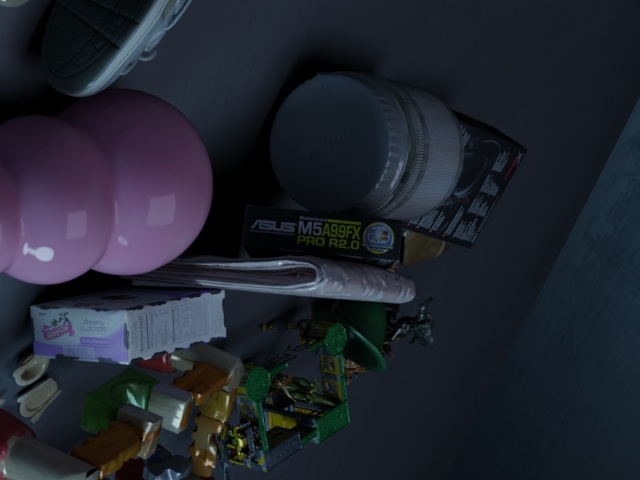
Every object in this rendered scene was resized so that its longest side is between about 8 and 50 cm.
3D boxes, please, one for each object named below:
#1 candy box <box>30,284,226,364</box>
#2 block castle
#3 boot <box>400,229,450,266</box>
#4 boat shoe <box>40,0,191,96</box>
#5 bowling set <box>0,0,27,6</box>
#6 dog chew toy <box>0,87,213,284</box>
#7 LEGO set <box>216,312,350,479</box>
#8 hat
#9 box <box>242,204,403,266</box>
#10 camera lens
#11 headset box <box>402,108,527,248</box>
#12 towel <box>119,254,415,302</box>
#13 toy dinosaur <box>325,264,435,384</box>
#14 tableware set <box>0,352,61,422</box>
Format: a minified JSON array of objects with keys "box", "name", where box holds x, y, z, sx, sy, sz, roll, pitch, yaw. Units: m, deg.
[{"box":[-0.247,0.106,1.395,0.196,0.165,0.070,-10,99,-57],"name":"candy box"},{"box":[-0.311,0.310,1.477,0.453,0.213,0.303,-32,138,-62],"name":"block castle"},{"box":[0.207,-0.055,2.123,0.115,0.112,0.305,-27,146,-24],"name":"boot"},{"box":[-0.169,-0.277,1.117,0.320,0.118,0.103,-59,152,-6],"name":"boat shoe"},{"box":[-0.381,-0.158,0.889,0.287,0.154,0.200,-42,172,-30],"name":"bowling set"},{"box":[-0.277,-0.047,1.129,0.332,0.206,0.207,-16,136,-43],"name":"dog chew toy"},{"box":[-0.103,0.273,1.948,0.331,0.192,0.255,-34,120,-44],"name":"LEGO set"},{"box":[0.108,0.128,2.090,0.183,0.173,0.208,-50,162,-19],"name":"hat"},{"box":[0.000,0.000,1.563,0.270,0.216,0.060,100,-4,-85],"name":"box"},{"box":[0.077,-0.137,1.617,0.274,0.219,0.219,-2,124,-61],"name":"camera lens"},{"box":[0.195,-0.127,1.897,0.293,0.110,0.218,14,110,-41],"name":"headset box"},{"box":[-0.064,0.049,1.521,0.332,0.317,0.053,11,83,-64],"name":"towel"},{"box":[0.115,0.175,2.204,0.218,0.164,0.322,-16,159,-32],"name":"toy dinosaur"},{"box":[-0.409,0.214,1.424,0.141,0.020,0.169,-42,153,-27],"name":"tableware set"}]
